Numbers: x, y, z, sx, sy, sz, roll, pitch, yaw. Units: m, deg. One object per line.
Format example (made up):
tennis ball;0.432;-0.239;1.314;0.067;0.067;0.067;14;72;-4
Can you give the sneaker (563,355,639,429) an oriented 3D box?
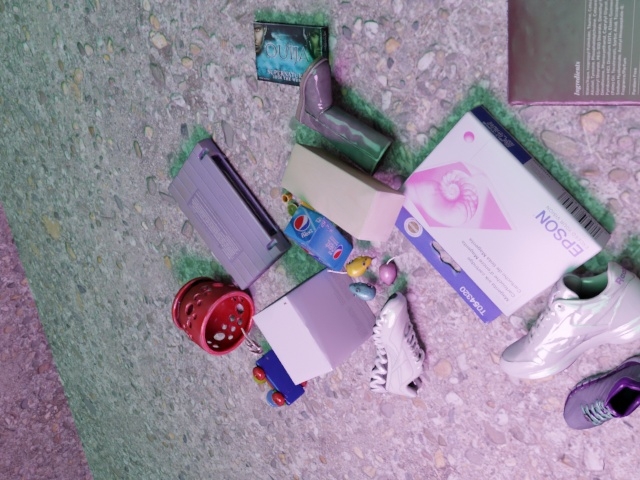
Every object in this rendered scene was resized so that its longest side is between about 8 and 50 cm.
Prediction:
sneaker;0.512;0.294;1.092;0.083;0.098;0.224;43;133;15

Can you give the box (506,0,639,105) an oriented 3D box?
box;0.388;-0.288;0.843;0.203;0.168;0.167;10;119;36

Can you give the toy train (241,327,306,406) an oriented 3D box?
toy train;-0.159;0.363;1.709;0.248;0.105;0.143;50;148;8

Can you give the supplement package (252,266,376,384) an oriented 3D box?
supplement package;-0.007;0.190;1.406;0.149;0.203;0.194;-34;88;45

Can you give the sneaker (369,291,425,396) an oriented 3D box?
sneaker;0.182;0.238;1.350;0.118;0.110;0.292;17;130;25

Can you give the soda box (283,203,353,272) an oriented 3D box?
soda box;0.000;0.000;1.306;0.067;0.071;0.210;28;172;27

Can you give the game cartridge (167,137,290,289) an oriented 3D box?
game cartridge;-0.248;-0.063;1.582;0.355;0.068;0.230;53;139;5

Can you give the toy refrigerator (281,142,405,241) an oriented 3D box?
toy refrigerator;0.042;-0.103;1.232;0.269;0.094;0.102;36;112;43

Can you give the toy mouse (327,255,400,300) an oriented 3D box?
toy mouse;0.119;0.094;1.335;0.160;0.031;0.143;-25;119;17

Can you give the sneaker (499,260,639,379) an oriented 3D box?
sneaker;0.429;0.138;1.063;0.152;0.114;0.305;46;126;-7

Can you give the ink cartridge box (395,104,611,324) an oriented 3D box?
ink cartridge box;0.297;-0.023;1.132;0.324;0.071;0.330;48;133;10

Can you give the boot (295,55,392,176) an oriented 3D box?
boot;0.051;-0.243;1.196;0.208;0.076;0.190;42;155;16

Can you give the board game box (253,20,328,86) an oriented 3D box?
board game box;-0.063;-0.394;1.272;0.186;0.026;0.126;17;123;33

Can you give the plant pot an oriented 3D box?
plant pot;-0.308;0.200;1.679;0.174;0.191;0.191;24;126;35

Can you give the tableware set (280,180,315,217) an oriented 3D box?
tableware set;-0.035;-0.107;1.400;0.154;0.024;0.104;-12;104;43
